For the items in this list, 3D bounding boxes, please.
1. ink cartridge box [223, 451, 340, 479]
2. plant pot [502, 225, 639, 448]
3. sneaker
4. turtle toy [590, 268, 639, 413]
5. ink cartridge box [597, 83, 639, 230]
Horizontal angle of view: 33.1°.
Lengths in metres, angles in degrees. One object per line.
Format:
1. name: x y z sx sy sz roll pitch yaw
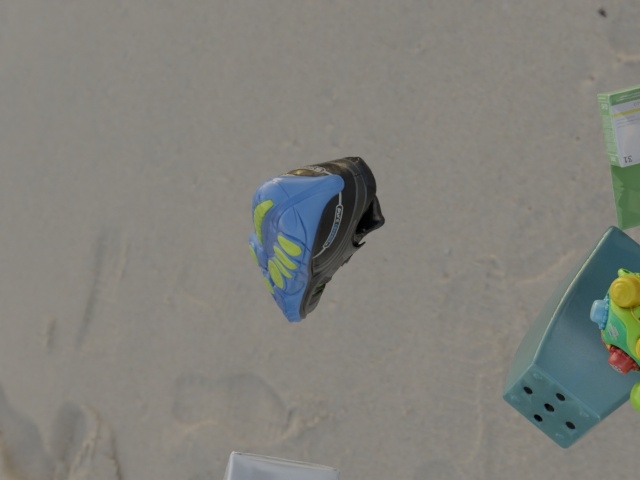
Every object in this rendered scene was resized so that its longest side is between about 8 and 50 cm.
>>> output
1. ink cartridge box: -0.051 0.288 0.886 0.212 0.093 0.154 104 175 -57
2. plant pot: 0.348 0.139 1.384 0.165 0.234 0.166 40 147 10
3. sneaker: 0.000 0.000 0.652 0.067 0.078 0.188 62 168 12
4. turtle toy: 0.264 0.084 0.867 0.066 0.095 0.130 -35 66 40
5. ink cartridge box: 0.554 -0.143 1.758 0.056 0.171 0.235 -138 35 -76
